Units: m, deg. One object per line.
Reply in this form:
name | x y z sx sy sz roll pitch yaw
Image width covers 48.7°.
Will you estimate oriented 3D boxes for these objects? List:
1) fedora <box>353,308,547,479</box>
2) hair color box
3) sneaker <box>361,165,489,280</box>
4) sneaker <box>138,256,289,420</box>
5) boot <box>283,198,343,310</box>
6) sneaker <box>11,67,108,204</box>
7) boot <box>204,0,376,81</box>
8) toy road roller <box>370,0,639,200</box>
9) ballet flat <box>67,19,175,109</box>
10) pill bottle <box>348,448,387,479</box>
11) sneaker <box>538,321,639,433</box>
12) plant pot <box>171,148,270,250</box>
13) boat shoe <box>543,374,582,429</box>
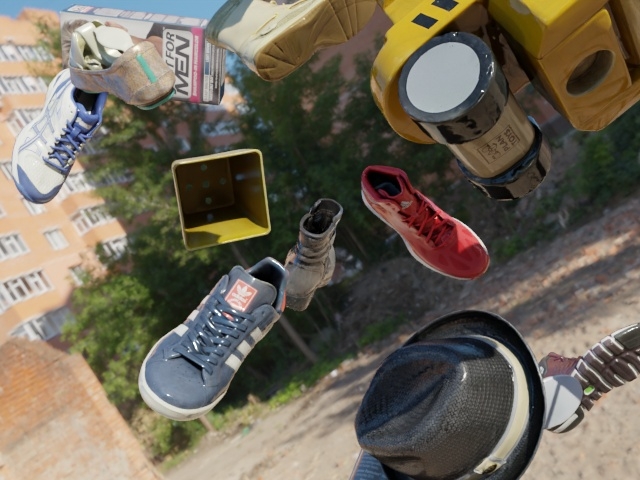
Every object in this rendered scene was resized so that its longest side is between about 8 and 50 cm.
fedora | 0.164 0.248 1.070 0.152 0.334 0.334 21 -44 -39
hair color box | -0.387 -0.412 1.575 0.347 0.174 0.105 5 27 -3
sneaker | 0.137 -0.024 0.987 0.087 0.221 0.128 -55 -14 3
sneaker | -0.148 0.126 1.076 0.148 0.131 0.350 -58 -2 29
boot | 0.000 0.000 1.630 0.338 0.118 0.223 -69 0 -65
sneaker | -0.493 -0.212 1.358 0.131 0.296 0.112 1 -20 42
boot | -0.053 -0.387 1.221 0.262 0.203 0.095 -38 -44 -15
toy road roller | 0.197 -0.226 0.712 0.329 0.241 0.202 -38 -34 16
ballet flat | -0.323 -0.284 1.092 0.107 0.106 0.316 -44 39 -21
pill bottle | 0.152 0.397 1.274 0.161 0.161 0.283 -38 21 59
sneaker | 0.514 0.236 1.389 0.281 0.106 0.162 -42 16 9
plant pot | -0.262 -0.119 1.750 0.212 0.212 0.187 -12 20 -19
boat shoe | 0.342 0.305 1.213 0.228 0.080 0.076 -37 2 -9
